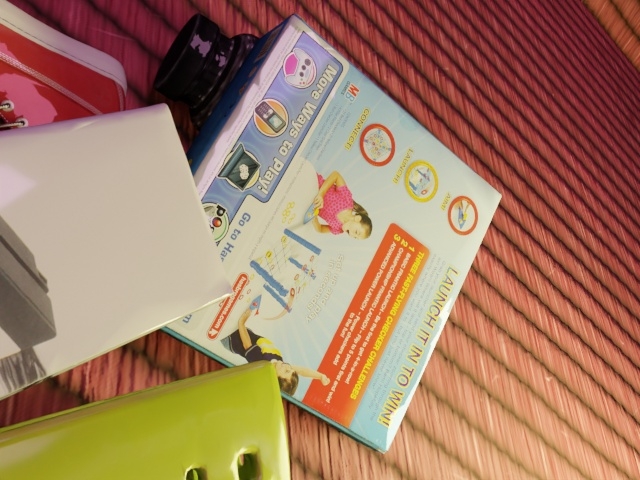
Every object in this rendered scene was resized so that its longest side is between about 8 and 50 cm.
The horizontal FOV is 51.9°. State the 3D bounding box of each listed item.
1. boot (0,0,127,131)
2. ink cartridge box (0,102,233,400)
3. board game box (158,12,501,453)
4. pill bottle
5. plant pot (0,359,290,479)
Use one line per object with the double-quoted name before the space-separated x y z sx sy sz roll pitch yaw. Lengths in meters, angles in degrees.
"boot" -0.276 -0.107 0.546 0.244 0.088 0.176 17 57 -41
"ink cartridge box" -0.242 0.033 0.358 0.307 0.223 0.129 -23 97 -45
"board game box" 0.000 0.000 0.652 0.302 0.086 0.308 36 72 -24
"pill bottle" -0.068 -0.152 0.741 0.219 0.123 0.123 29 49 -27
"plant pot" -0.148 0.206 0.383 0.228 0.227 0.207 -8 79 -46
